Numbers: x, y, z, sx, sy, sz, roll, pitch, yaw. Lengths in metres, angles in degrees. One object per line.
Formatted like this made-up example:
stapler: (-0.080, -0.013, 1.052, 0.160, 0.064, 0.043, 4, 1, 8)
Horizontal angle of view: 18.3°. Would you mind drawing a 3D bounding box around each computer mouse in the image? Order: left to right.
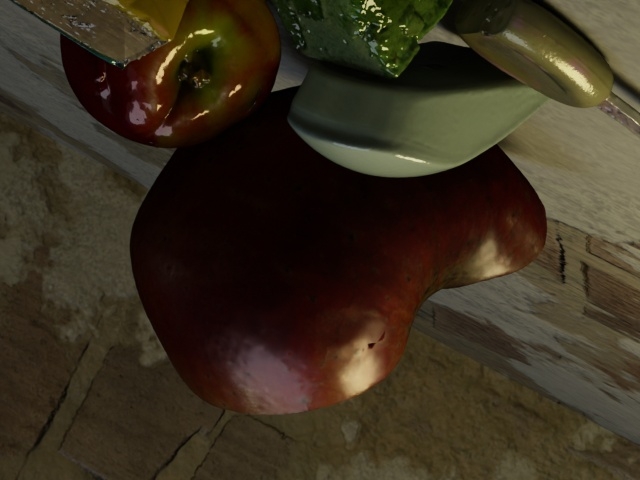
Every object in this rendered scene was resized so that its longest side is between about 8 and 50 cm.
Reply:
computer mouse: (0.072, -0.096, 1.447, 0.128, 0.079, 0.231, 24, -154, 36)

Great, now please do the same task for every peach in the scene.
peach: (-0.134, -0.172, 1.691, 0.197, 0.197, 0.197, 28, 172, 4)

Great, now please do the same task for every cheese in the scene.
cheese: (0.185, -0.113, 1.412, 0.192, 0.037, 0.097, 32, 173, -24)

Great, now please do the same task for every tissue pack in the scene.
tissue pack: (-0.132, -0.219, 1.323, 0.120, 0.169, 0.082, 32, 155, -24)

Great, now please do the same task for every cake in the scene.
cake: (-0.011, -0.204, 1.313, 0.100, 0.099, 0.235, 21, 168, 38)

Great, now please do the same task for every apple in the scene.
apple: (0.000, 0.000, 1.765, 0.328, 0.295, 0.365, 8, -173, -33)
